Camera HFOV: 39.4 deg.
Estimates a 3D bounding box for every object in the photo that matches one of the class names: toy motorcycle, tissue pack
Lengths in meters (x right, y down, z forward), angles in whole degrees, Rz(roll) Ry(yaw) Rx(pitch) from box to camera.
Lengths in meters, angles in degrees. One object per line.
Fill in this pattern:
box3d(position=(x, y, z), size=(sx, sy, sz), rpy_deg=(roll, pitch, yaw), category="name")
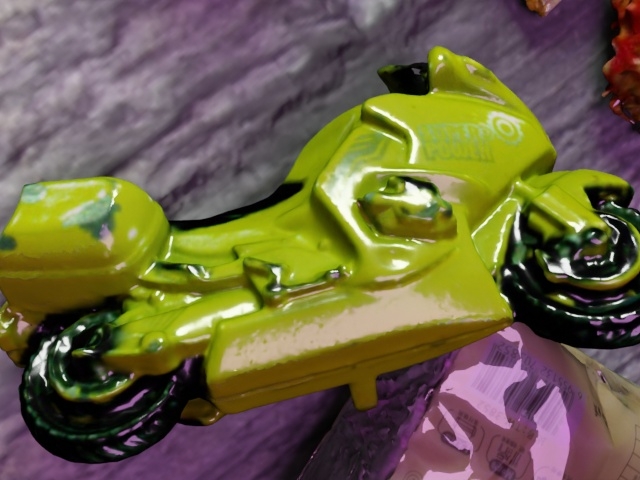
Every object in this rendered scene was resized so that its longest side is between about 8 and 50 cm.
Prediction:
box3d(position=(0.000, -0.002, 0.477), size=(0.342, 0.206, 0.142), rpy_deg=(-13, 129, -1), category="toy motorcycle")
box3d(position=(0.130, 0.162, 0.582), size=(0.256, 0.123, 0.215), rpy_deg=(32, 84, -21), category="tissue pack")

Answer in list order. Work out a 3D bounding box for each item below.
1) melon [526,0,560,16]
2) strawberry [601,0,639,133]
box3d(position=(0.104, -0.226, 0.527), size=(0.182, 0.054, 0.098), rpy_deg=(36, 106, -24), category="melon")
box3d(position=(0.337, -0.168, 0.571), size=(0.233, 0.138, 0.306), rpy_deg=(39, 88, -26), category="strawberry")
